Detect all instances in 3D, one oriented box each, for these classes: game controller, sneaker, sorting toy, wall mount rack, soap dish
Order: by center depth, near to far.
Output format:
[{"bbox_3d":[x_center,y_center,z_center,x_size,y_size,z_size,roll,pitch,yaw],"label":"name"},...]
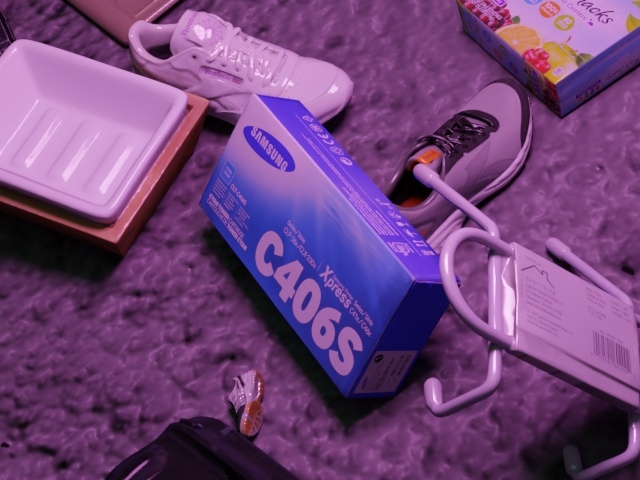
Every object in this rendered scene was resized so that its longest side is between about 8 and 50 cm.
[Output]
[{"bbox_3d":[0.211,0.064,1.453,0.130,0.350,0.304,-31,43,41],"label":"wall mount rack"},{"bbox_3d":[-0.078,0.295,1.473,0.166,0.067,0.319,-38,51,-27],"label":"game controller"},{"bbox_3d":[-0.084,0.183,1.597,0.037,0.032,0.083,-14,45,23],"label":"sneaker"},{"bbox_3d":[0.156,-0.092,1.670,0.100,0.108,0.271,24,64,33],"label":"sneaker"},{"bbox_3d":[-0.110,-0.209,1.814,0.305,0.152,0.114,8,56,21],"label":"sneaker"},{"bbox_3d":[-0.310,-0.115,1.814,0.291,0.118,0.229,19,62,21],"label":"soap dish"},{"bbox_3d":[-0.277,-0.418,2.099,0.229,0.041,0.307,-44,54,-10],"label":"sorting toy"}]

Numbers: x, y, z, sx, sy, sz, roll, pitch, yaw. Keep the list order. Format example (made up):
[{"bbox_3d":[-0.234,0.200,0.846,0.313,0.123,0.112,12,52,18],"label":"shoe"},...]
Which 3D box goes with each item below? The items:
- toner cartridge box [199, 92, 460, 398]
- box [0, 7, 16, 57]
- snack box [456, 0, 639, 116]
[{"bbox_3d":[0.000,0.000,1.616,0.348,0.075,0.165,50,122,38],"label":"toner cartridge box"},{"bbox_3d":[-0.517,-0.258,2.028,0.180,0.077,0.147,-28,51,-3],"label":"box"},{"bbox_3d":[0.297,-0.272,1.780,0.174,0.070,0.207,-34,53,-8],"label":"snack box"}]
